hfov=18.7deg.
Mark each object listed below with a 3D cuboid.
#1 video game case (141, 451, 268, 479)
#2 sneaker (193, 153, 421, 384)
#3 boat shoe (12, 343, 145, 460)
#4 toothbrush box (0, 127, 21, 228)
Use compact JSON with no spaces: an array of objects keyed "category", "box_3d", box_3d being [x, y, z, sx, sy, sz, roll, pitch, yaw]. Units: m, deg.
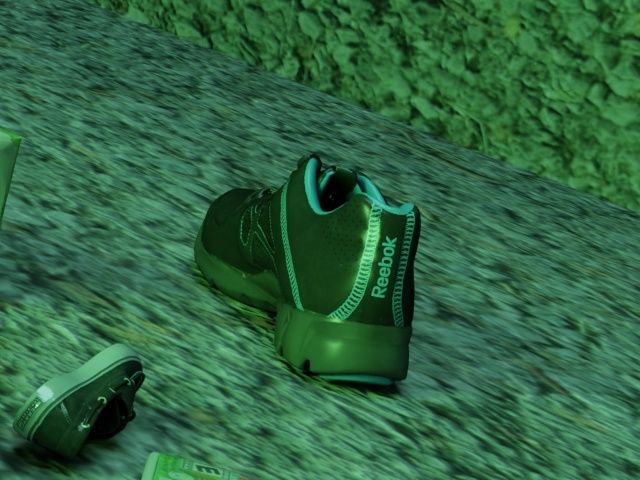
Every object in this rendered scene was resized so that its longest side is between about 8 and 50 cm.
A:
[{"category":"video game case","box_3d":[-0.002,0.168,0.961,0.193,0.023,0.212,15,11,-3]},{"category":"sneaker","box_3d":[0.000,0.000,1.505,0.125,0.139,0.341,9,11,-24]},{"category":"boat shoe","box_3d":[-0.129,0.096,1.107,0.040,0.049,0.142,37,16,9]},{"category":"toothbrush box","box_3d":[-0.379,-0.060,1.324,0.283,0.122,0.206,24,14,35]}]
